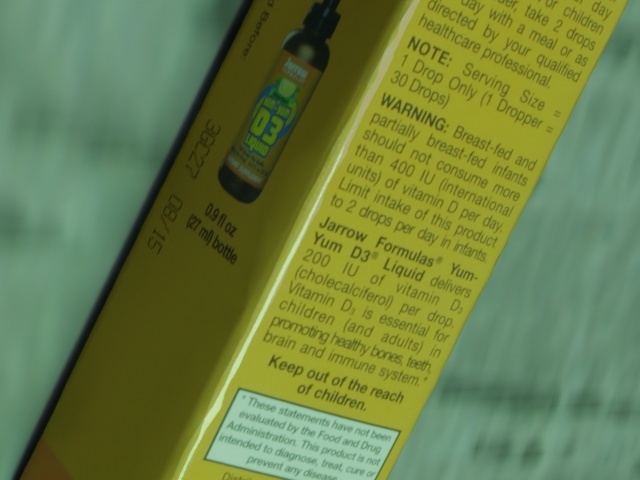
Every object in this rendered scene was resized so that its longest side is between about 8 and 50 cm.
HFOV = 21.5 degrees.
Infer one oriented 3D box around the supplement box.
[{"bbox_3d":[0.000,0.000,0.484,0.080,0.078,0.233,18,102,-36],"label":"supplement box"}]
